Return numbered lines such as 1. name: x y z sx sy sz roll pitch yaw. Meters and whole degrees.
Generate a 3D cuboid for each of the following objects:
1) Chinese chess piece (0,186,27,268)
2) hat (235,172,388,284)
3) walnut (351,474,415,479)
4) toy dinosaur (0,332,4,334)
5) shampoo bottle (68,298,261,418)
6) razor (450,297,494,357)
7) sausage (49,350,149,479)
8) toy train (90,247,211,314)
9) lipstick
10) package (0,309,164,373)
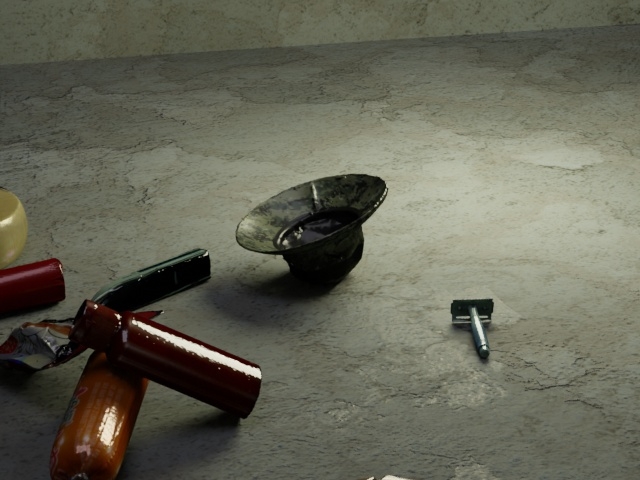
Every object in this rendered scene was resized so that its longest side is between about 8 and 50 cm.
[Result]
1. Chinese chess piece: -0.636 -0.016 2.412 0.251 0.097 0.251 0 23 0
2. hat: 0.000 0.000 2.305 0.265 0.128 0.265 -15 22 6
3. walnut: 0.088 0.340 1.399 0.336 0.209 0.209 2 22 -12
4. toy dinosaur: -0.579 0.158 2.076 0.220 0.032 0.108 -2 17 -28
5. shampoo bottle: -0.207 0.155 1.863 0.260 0.064 0.102 25 23 -16
6. razor: 0.237 0.136 2.092 0.068 0.040 0.135 -3 29 -1
7. sausage: -0.287 0.240 1.785 0.093 0.093 0.312 0 22 3
8. toy train: -0.285 0.071 2.240 0.252 0.055 0.048 -21 30 -41
9. lipstick: -0.542 0.089 2.190 0.279 0.073 0.073 -12 25 -24
10. package: -0.373 0.148 1.996 0.269 0.071 0.194 -4 25 36
